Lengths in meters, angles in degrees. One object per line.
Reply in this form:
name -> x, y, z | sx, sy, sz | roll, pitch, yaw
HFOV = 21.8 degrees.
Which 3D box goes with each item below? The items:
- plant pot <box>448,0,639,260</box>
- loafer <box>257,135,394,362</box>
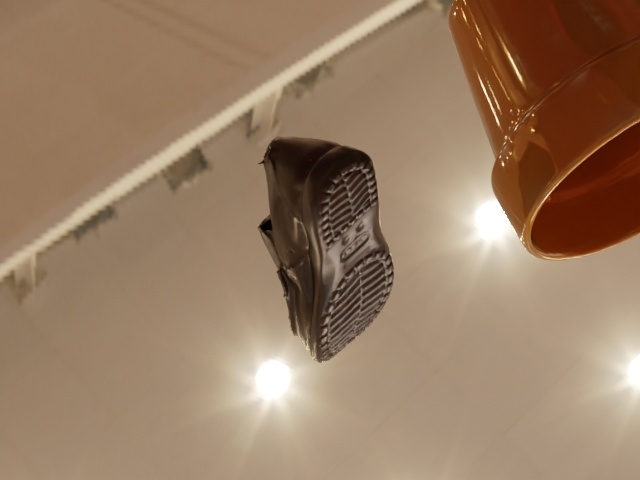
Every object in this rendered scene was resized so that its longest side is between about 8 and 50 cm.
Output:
plant pot -> 0.194, -0.120, 1.220 | 0.205, 0.205, 0.188 | -22, -116, -15
loafer -> 0.000, 0.000, 1.190 | 0.078, 0.220, 0.080 | 36, -122, 28
